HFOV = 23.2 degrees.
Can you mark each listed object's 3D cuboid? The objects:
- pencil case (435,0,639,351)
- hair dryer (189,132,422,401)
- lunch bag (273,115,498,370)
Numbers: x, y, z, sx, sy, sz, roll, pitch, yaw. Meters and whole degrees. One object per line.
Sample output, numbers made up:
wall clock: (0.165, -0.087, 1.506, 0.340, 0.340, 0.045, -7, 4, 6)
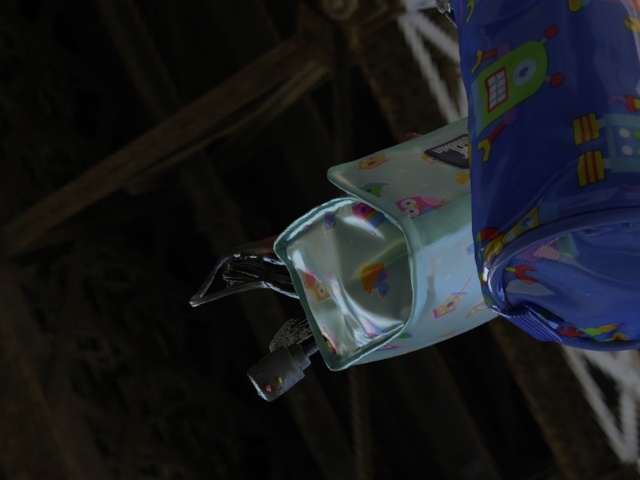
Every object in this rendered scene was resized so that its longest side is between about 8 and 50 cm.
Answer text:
pencil case: (0.125, -0.083, 0.808, 0.133, 0.119, 0.306, -32, -138, 29)
hair dryer: (0.000, 0.000, 1.527, 0.293, 0.080, 0.223, -39, -138, 1)
lunch bag: (0.110, -0.012, 1.289, 0.160, 0.223, 0.262, 65, -23, 9)
